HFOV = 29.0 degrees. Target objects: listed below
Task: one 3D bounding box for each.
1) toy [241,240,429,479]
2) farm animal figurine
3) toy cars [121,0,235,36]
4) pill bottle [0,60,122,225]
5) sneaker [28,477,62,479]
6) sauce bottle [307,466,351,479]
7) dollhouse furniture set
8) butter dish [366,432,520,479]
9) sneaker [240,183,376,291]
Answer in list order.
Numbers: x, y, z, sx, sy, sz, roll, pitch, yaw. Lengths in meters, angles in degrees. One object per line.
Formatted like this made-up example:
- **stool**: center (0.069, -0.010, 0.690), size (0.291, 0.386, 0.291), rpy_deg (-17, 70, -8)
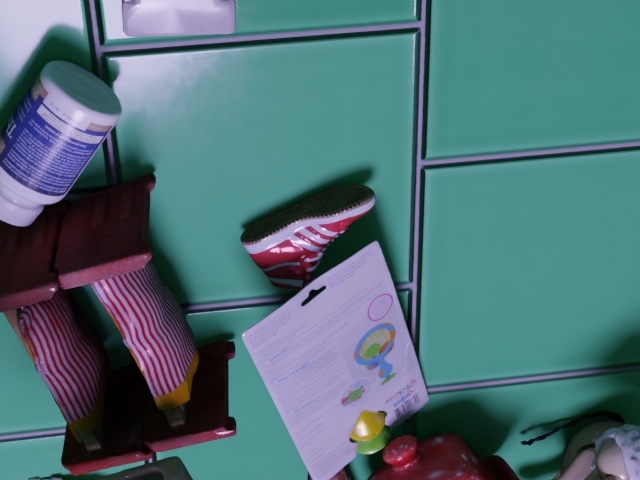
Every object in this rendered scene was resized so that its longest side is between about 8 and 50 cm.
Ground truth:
- **toy**: center (0.010, 0.104, 1.088), size (0.137, 0.056, 0.237), rpy_deg (-35, 135, -13)
- **farm animal figurine**: center (0.322, 0.312, 1.197), size (0.172, 0.330, 0.327), rpy_deg (-26, 90, -13)
- **toy cars**: center (-0.162, -0.295, 0.784), size (0.176, 0.087, 0.393), rpy_deg (-34, 126, 19)
- **pill bottle**: center (-0.208, -0.070, 0.933), size (0.067, 0.067, 0.120), rpy_deg (28, 115, -25)
- **sneaker**: center (-0.292, 0.292, 1.164), size (0.235, 0.090, 0.095), rpy_deg (-10, 138, 1)
- **sauce bottle**: center (0.010, 0.234, 1.193), size (0.042, 0.042, 0.128), rpy_deg (-17, 123, 1)
- **dollhouse furniture set**: center (-0.161, 0.149, 0.907), size (0.152, 0.374, 0.201), rpy_deg (-17, 127, 7)
- **butter dish**: center (0.098, 0.233, 1.148), size (0.160, 0.160, 0.118), rpy_deg (-32, 105, 1)
- **sneaker**: center (0.000, 0.000, 1.032), size (0.118, 0.042, 0.067), rpy_deg (-21, 121, 14)
